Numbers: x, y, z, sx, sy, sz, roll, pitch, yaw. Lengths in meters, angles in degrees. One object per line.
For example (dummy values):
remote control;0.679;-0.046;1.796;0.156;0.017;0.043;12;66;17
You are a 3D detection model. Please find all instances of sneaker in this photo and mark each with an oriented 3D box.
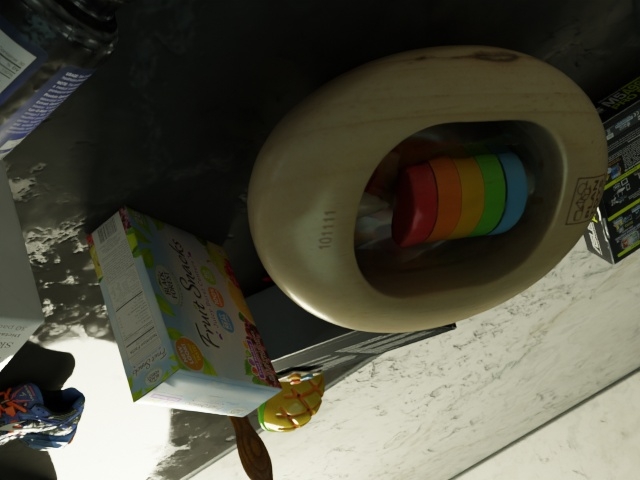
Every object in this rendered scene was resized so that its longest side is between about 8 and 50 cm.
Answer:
sneaker;-0.403;0.219;0.950;0.087;0.083;0.221;-54;147;15

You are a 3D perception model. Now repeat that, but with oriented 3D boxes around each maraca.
maraca;-0.040;0.241;1.232;0.127;0.099;0.185;17;102;-52

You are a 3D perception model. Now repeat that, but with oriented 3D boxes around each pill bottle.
pill bottle;-0.220;-0.141;0.501;0.219;0.122;0.123;-37;148;15

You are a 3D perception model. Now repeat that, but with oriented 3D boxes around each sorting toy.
sorting toy;-0.044;0.202;1.063;0.062;0.012;0.083;5;156;-41

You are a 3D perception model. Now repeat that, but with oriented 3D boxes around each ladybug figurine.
ladybug figurine;0.119;-0.061;0.793;0.449;0.162;0.305;-4;114;-29

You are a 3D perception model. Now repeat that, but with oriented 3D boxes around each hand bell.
hand bell;-0.116;0.238;1.023;0.126;0.242;0.126;-20;149;-13

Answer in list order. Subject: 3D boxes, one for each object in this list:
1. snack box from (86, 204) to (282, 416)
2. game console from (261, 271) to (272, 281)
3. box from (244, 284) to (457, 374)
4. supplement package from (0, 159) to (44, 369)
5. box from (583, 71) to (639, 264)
snack box;-0.148;0.081;0.801;0.070;0.207;0.174;-38;147;16
game console;0.000;0.000;0.983;0.144;0.085;0.124;-7;174;-30
box;0.019;0.106;0.991;0.261;0.103;0.184;-25;160;35
supplement package;-0.370;0.007;0.525;0.145;0.204;0.262;-43;146;25
box;0.463;-0.125;0.994;0.270;0.060;0.216;-32;122;-5
